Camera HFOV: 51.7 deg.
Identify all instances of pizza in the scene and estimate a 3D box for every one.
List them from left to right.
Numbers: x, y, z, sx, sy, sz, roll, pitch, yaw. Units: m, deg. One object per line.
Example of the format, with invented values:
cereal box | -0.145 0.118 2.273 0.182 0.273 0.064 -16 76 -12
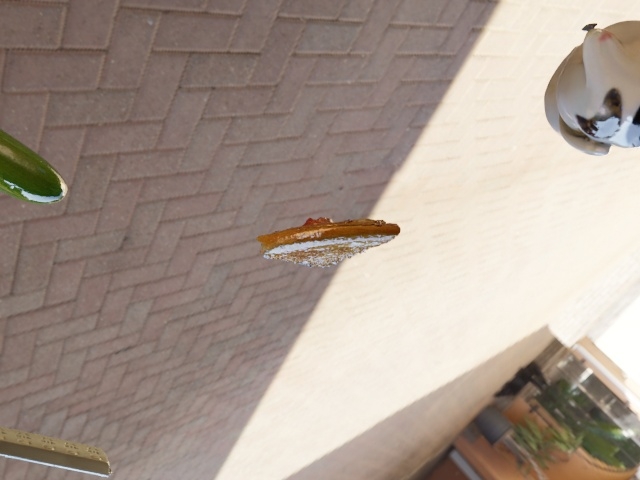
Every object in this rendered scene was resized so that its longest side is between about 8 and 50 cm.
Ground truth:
pizza | 0.000 0.000 0.983 0.200 0.053 0.193 -5 167 -12

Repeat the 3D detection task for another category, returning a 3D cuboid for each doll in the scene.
doll | 0.249 -0.124 0.552 0.181 0.110 0.107 -41 142 -70

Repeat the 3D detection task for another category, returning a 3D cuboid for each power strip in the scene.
power strip | -0.424 0.305 0.970 0.252 0.060 0.027 24 84 -28

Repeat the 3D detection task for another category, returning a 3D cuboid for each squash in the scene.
squash | -0.506 -0.143 0.969 0.082 0.082 0.292 -45 122 5
